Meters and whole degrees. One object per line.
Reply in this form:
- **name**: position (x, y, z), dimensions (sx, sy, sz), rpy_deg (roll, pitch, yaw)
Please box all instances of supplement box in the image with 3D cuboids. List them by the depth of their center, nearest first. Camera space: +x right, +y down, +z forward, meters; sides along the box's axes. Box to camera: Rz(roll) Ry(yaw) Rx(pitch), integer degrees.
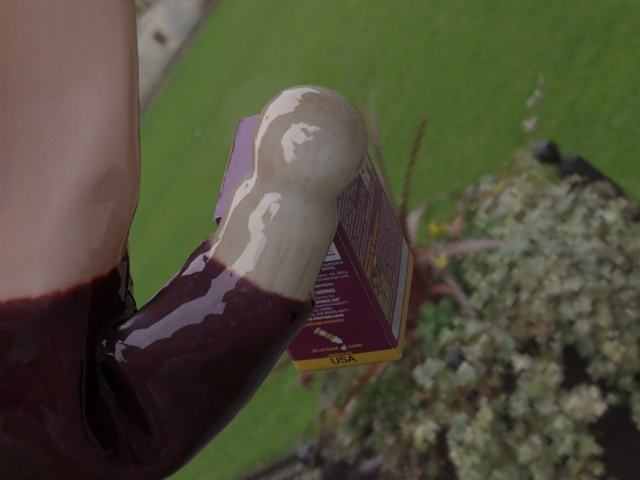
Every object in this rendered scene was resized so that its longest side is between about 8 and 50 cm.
- **supplement box**: position (0.000, 0.000, 0.519), dimensions (0.043, 0.083, 0.055), rpy_deg (-9, 42, 20)

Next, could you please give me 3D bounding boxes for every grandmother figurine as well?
- **grandmother figurine**: position (-0.094, 0.005, 0.352), dimensions (0.104, 0.208, 0.342), rpy_deg (-68, -24, -55)
